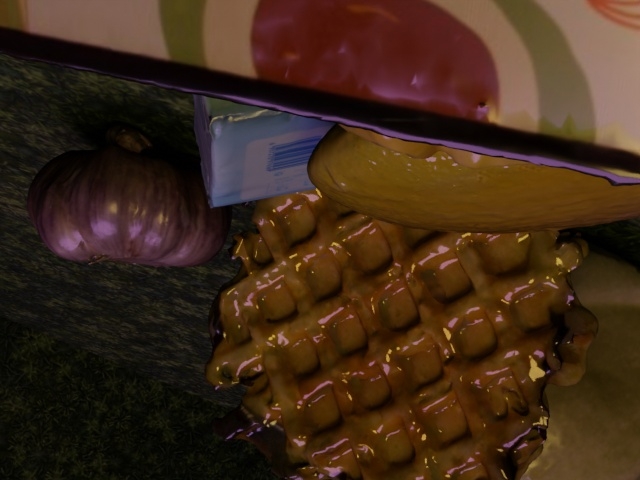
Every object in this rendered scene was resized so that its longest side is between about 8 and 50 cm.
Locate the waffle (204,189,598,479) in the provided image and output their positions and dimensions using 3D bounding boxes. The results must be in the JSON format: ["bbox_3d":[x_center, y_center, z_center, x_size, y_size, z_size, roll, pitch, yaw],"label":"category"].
[{"bbox_3d":[0.068,0.075,1.180,0.382,0.380,0.095,24,-167,23],"label":"waffle"}]

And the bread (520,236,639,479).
[{"bbox_3d":[0.226,0.142,1.328,0.320,0.321,0.237,15,171,3],"label":"bread"}]

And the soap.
[{"bbox_3d":[0.201,-0.075,0.796,0.427,0.115,0.306,-14,174,29],"label":"soap"}]

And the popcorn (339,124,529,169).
[{"bbox_3d":[0.108,-0.181,0.581,0.332,0.265,0.225,-21,-179,-4],"label":"popcorn"}]

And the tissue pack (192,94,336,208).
[{"bbox_3d":[0.035,-0.109,0.938,0.263,0.089,0.177,-13,165,-10],"label":"tissue pack"}]

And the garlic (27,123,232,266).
[{"bbox_3d":[-0.217,-0.050,1.399,0.244,0.161,0.245,1,177,0],"label":"garlic"}]

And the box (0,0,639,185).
[{"bbox_3d":[-0.003,-0.234,0.340,0.344,0.122,0.385,13,120,11],"label":"box"}]
